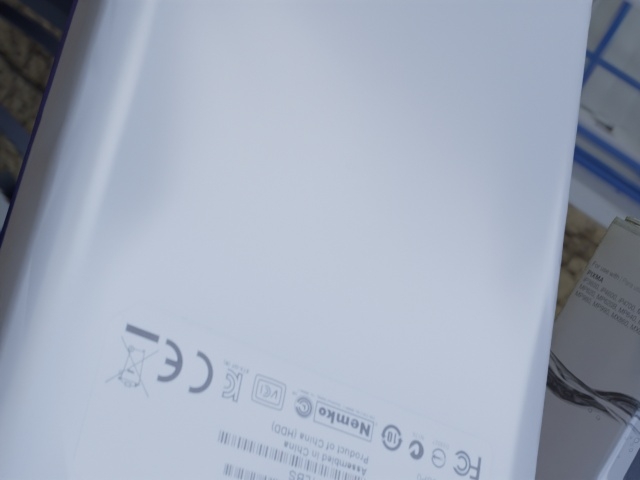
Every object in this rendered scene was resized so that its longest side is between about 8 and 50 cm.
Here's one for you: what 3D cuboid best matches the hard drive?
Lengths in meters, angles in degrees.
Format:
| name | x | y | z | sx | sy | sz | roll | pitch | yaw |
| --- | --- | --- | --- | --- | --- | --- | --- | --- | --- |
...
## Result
| name | x | y | z | sx | sy | sz | roll | pitch | yaw |
| --- | --- | --- | --- | --- | --- | --- | --- | --- | --- |
| hard drive | 0.000 | 0.000 | 0.404 | 0.040 | 0.210 | 0.319 | -18 | -126 | 50 |

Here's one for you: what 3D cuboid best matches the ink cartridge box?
| name | x | y | z | sx | sy | sz | roll | pitch | yaw |
| --- | --- | --- | --- | --- | --- | --- | --- | --- | --- |
| ink cartridge box | 0.194 | 0.117 | 0.685 | 0.158 | 0.092 | 0.218 | 24 | 96 | -34 |
